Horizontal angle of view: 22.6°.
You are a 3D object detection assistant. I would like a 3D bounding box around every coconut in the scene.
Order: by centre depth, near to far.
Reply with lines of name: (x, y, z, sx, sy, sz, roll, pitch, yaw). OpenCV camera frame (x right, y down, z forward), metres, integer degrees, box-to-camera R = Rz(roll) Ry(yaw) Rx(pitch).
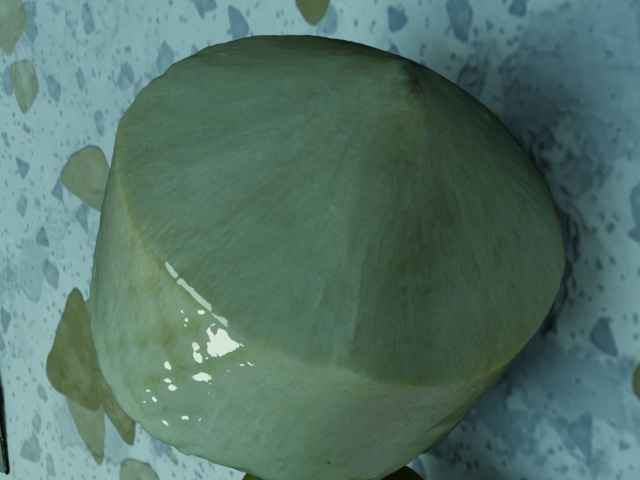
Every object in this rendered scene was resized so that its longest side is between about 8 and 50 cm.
coconut: (0.000, 0.000, 1.027, 0.329, 0.329, 0.328, 17, 112, 49)

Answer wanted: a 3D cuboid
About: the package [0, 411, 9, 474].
package: (-0.430, 0.133, 1.818, 0.204, 0.062, 0.250, 9, 119, 51)

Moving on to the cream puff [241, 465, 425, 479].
cream puff: (0.037, 0.280, 1.133, 0.282, 0.185, 0.281, -1, 86, 21)
